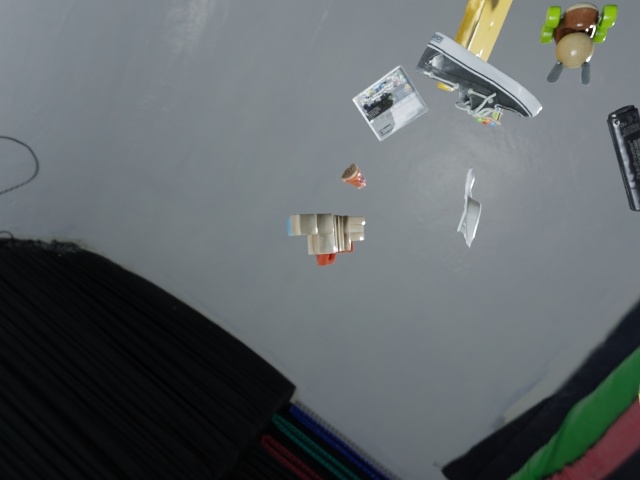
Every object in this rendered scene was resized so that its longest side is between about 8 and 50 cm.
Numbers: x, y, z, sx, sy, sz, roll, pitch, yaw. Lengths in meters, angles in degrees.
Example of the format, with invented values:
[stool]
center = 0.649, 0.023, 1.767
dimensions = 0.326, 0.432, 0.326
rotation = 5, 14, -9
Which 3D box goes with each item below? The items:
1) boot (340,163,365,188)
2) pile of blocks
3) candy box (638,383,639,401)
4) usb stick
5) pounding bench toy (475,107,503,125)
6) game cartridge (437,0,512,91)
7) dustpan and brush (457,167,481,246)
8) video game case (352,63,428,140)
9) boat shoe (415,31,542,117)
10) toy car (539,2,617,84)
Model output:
[boot]
center = 0.125, -0.217, 1.565
dimensions = 0.059, 0.084, 0.158
rotation = -59, -174, -1
[pile of blocks]
center = 0.000, 0.000, 1.069
dimensions = 0.362, 0.148, 0.113
rotation = -3, 90, -70
[candy box]
center = 0.546, 0.196, 0.596
dimensions = 0.205, 0.027, 0.105
rotation = -5, -163, 40
[usb stick]
center = 0.803, -0.205, 1.163
dimensions = 0.077, 0.278, 0.045
rotation = -24, -164, 7
[pounding bench toy]
center = 0.413, -0.326, 1.125
dimensions = 0.083, 0.052, 0.065
rotation = 8, 104, -41
[game cartridge]
center = 0.431, -0.579, 1.206
dimensions = 0.285, 0.052, 0.324
rotation = -36, 148, -49
[dustpan and brush]
center = 0.413, -0.094, 1.262
dimensions = 0.147, 0.060, 0.212
rotation = -26, 131, -73
[video game case]
center = 0.230, -0.453, 1.506
dimensions = 0.190, 0.173, 0.022
rotation = -30, -163, 26
[boat shoe]
center = 0.346, -0.330, 0.994
dimensions = 0.105, 0.306, 0.113
rotation = -59, -154, 22
[toy car]
center = 0.653, -0.492, 1.173
dimensions = 0.149, 0.154, 0.189
rotation = 19, 78, -72
